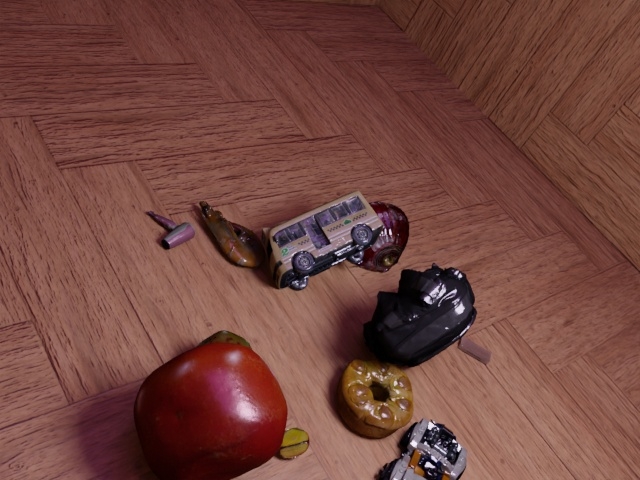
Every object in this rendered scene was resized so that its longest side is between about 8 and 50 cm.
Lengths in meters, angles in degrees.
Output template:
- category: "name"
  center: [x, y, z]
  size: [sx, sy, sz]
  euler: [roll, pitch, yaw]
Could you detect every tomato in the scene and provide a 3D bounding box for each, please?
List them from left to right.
- category: "tomato"
  center: [-0.242, 0.388, 1.425]
  size: [0.290, 0.324, 0.293]
  euler: [41, 29, -73]

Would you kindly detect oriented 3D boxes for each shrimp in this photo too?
- category: "shrimp"
  center: [-0.276, -0.028, 2.028]
  size: [0.152, 0.063, 0.287]
  euler: [-21, 65, -45]

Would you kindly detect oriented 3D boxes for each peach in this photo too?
- category: "peach"
  center: [-0.071, 0.516, 1.616]
  size: [0.077, 0.050, 0.083]
  euler: [17, 27, 20]

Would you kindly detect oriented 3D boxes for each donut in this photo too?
- category: "donut"
  center: [0.150, 0.435, 1.781]
  size: [0.226, 0.114, 0.227]
  euler: [17, 43, -16]

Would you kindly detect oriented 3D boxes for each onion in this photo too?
- category: "onion"
  center: [0.180, -0.032, 2.203]
  size: [0.206, 0.207, 0.216]
  euler: [6, 41, -30]

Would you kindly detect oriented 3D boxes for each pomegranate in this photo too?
- category: "pomegranate"
  center: [-0.250, 0.301, 1.658]
  size: [0.159, 0.159, 0.205]
  euler: [19, 14, -13]

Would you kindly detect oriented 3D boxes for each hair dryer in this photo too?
- category: "hair dryer"
  center: [-0.468, -0.041, 1.949]
  size: [0.154, 0.054, 0.106]
  euler: [37, 44, 22]

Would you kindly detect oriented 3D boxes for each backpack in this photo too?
- category: "backpack"
  center: [0.287, 0.210, 1.828]
  size: [0.363, 0.446, 0.255]
  euler: [-39, 80, -1]

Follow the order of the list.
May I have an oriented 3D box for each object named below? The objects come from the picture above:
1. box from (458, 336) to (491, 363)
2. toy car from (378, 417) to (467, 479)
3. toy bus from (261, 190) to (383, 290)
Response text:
- category: "box"
  center: [0.512, 0.366, 2.133]
  size: [0.115, 0.025, 0.048]
  euler: [30, 36, -1]
- category: "toy car"
  center: [0.281, 0.598, 1.699]
  size: [0.193, 0.118, 0.301]
  euler: [36, 40, 10]
- category: "toy bus"
  center: [0.000, 0.000, 1.997]
  size: [0.365, 0.177, 0.202]
  euler: [-25, 71, -18]
